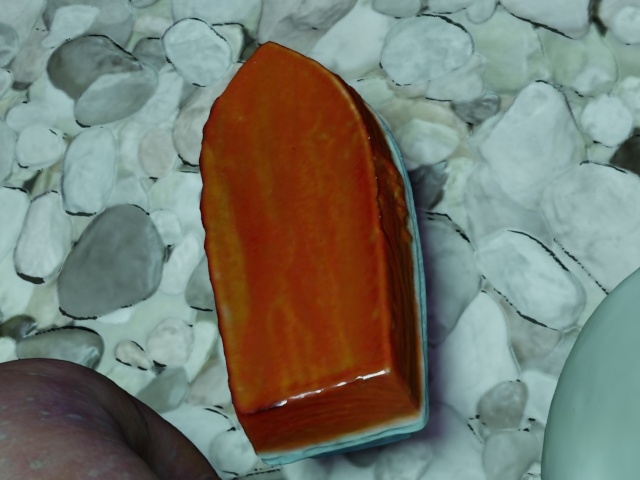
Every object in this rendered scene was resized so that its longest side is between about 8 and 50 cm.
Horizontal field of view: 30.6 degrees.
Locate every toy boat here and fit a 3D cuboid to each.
[{"bbox_3d":[0.000,0.000,0.824,0.145,0.133,0.332,-17,53,13],"label":"toy boat"}]

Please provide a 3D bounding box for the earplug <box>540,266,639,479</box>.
[{"bbox_3d":[0.271,0.182,0.572,0.313,0.312,0.394,-14,61,9],"label":"earplug"}]

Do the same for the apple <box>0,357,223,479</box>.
[{"bbox_3d":[-0.161,0.211,0.674,0.235,0.306,0.306,-42,64,-2],"label":"apple"}]
